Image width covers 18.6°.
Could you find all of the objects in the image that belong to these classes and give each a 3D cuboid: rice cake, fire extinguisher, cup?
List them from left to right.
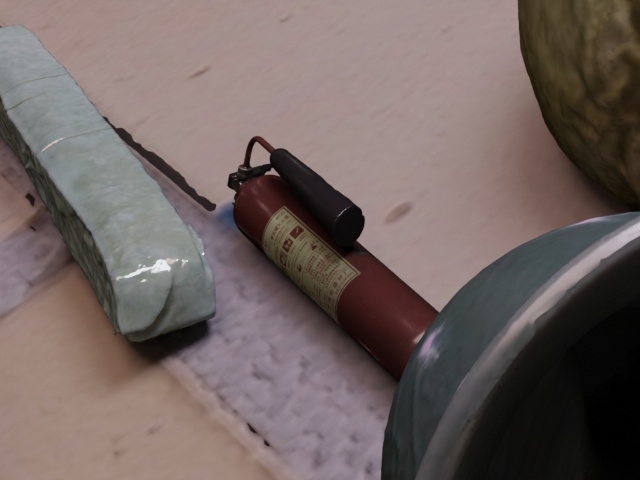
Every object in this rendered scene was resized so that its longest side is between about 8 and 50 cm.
[{"bbox_3d":[-0.105,-0.029,0.842,0.045,0.042,0.245,-19,35,-16],"label":"rice cake"},{"bbox_3d":[0.000,0.000,0.749,0.035,0.049,0.173,-39,39,-8],"label":"fire extinguisher"},{"bbox_3d":[0.090,0.065,0.538,0.199,0.199,0.150,-30,20,-9],"label":"cup"}]

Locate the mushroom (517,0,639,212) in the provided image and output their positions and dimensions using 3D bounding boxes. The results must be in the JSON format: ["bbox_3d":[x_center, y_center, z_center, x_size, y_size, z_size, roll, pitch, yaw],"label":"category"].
[{"bbox_3d":[0.192,-0.144,0.730,0.267,0.164,0.189,-19,38,6],"label":"mushroom"}]
